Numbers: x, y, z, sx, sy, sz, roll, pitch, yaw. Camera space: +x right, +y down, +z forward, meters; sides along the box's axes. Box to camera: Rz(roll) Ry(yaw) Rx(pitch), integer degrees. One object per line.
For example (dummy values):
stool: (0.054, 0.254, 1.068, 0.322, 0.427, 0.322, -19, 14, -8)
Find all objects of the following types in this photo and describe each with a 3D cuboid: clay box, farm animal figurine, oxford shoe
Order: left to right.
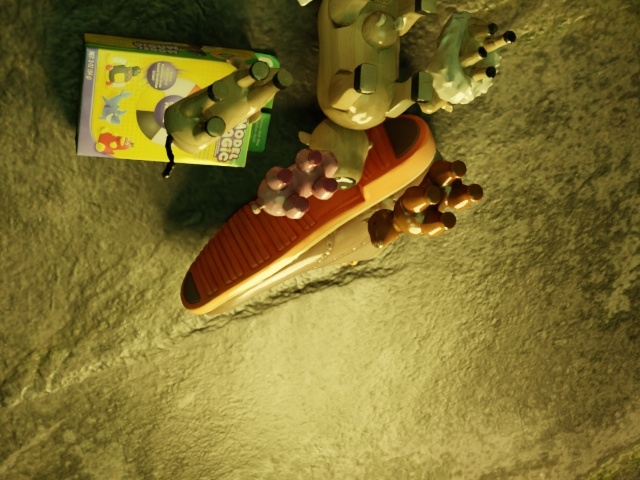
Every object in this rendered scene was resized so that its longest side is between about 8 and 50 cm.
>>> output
clay box: (-0.157, -0.153, 1.116, 0.222, 0.053, 0.127, 3, 119, -17)
oxford shoe: (0.000, 0.000, 1.214, 0.364, 0.130, 0.133, -32, 130, 4)
farm animal figurine: (0.015, -0.149, 1.062, 0.330, 0.172, 0.327, 25, 75, -23)

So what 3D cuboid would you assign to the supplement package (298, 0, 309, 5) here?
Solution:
supplement package: (-0.028, -0.369, 0.938, 0.149, 0.194, 0.203, -33, 124, 4)
